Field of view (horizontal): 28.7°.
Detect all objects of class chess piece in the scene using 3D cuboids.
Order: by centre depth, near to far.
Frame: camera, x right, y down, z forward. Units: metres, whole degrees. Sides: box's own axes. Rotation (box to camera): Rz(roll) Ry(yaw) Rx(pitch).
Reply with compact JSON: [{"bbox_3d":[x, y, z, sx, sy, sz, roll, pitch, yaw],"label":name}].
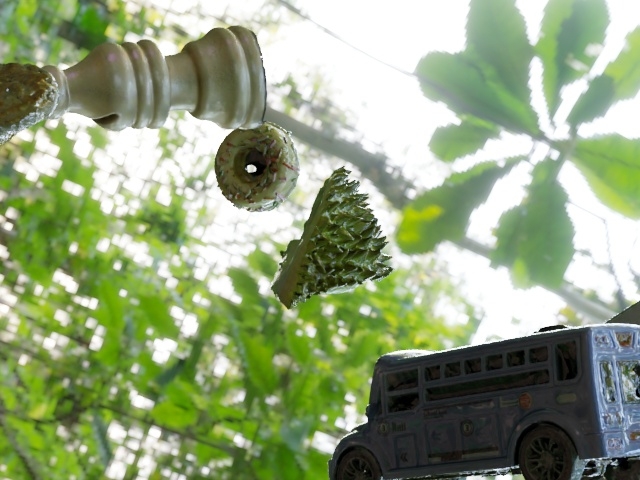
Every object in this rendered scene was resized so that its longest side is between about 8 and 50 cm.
[{"bbox_3d":[-0.231,-0.210,1.650,0.124,0.307,0.138,25,-63,57],"label":"chess piece"}]

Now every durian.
[{"bbox_3d":[0.000,0.000,1.664,0.169,0.158,0.352,-23,-175,2],"label":"durian"}]

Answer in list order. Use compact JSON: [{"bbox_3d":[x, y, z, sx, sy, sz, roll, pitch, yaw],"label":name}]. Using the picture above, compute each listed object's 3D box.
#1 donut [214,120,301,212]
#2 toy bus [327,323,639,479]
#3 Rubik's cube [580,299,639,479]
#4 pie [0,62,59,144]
[{"bbox_3d":[-0.120,-0.134,2.262,0.175,0.068,0.174,-2,-96,24],"label":"donut"},{"bbox_3d":[0.137,0.147,1.037,0.292,0.125,0.133,-16,-106,44],"label":"toy bus"},{"bbox_3d":[0.364,0.244,1.600,0.228,0.233,0.229,-29,167,-13],"label":"Rubik's cube"},{"bbox_3d":[-0.375,-0.129,1.353,0.193,0.079,0.163,-29,-154,-19],"label":"pie"}]
